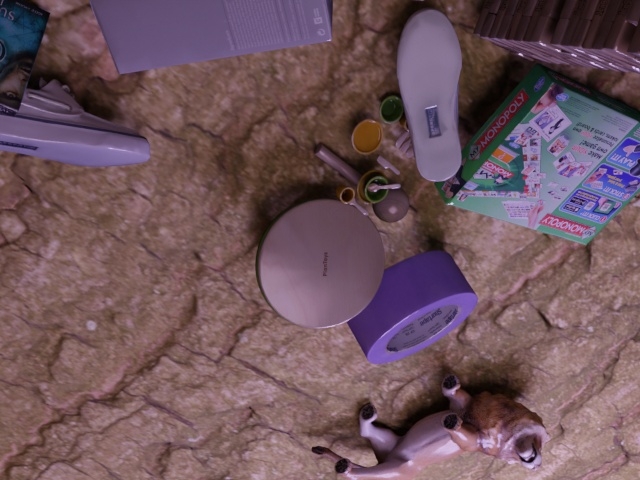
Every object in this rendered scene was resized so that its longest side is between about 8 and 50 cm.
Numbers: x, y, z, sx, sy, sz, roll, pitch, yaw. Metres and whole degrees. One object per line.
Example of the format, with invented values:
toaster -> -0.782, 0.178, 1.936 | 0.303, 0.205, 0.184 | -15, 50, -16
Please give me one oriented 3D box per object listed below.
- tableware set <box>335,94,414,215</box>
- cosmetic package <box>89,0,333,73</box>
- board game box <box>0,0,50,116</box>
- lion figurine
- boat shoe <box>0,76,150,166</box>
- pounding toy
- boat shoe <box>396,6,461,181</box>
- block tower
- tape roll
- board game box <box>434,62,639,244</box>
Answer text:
tableware set -> 0.077, -0.111, 1.177 | 0.104, 0.024, 0.154 | 36, 91, -35
cosmetic package -> -0.108, -0.262, 0.938 | 0.238, 0.127, 0.107 | -6, 133, 5
board game box -> -0.394, -0.223, 0.937 | 0.186, 0.126, 0.026 | 21, 162, -29
lion figurine -> 0.205, 0.368, 1.623 | 0.392, 0.142, 0.240 | -19, 142, 23
boat shoe -> -0.325, -0.146, 1.040 | 0.268, 0.088, 0.096 | 7, 168, -29
pounding toy -> 0.000, 0.000, 1.262 | 0.183, 0.110, 0.236 | 28, 91, -20
boat shoe -> 0.134, -0.187, 1.122 | 0.079, 0.081, 0.227 | -9, 122, 0
block tower -> 0.290, -0.235, 0.942 | 0.091, 0.335, 0.097 | 16, 100, -26
tape roll -> 0.135, 0.101, 1.333 | 0.189, 0.080, 0.189 | -25, 156, -12
board game box -> 0.337, -0.106, 1.228 | 0.317, 0.046, 0.213 | 13, 129, -38
